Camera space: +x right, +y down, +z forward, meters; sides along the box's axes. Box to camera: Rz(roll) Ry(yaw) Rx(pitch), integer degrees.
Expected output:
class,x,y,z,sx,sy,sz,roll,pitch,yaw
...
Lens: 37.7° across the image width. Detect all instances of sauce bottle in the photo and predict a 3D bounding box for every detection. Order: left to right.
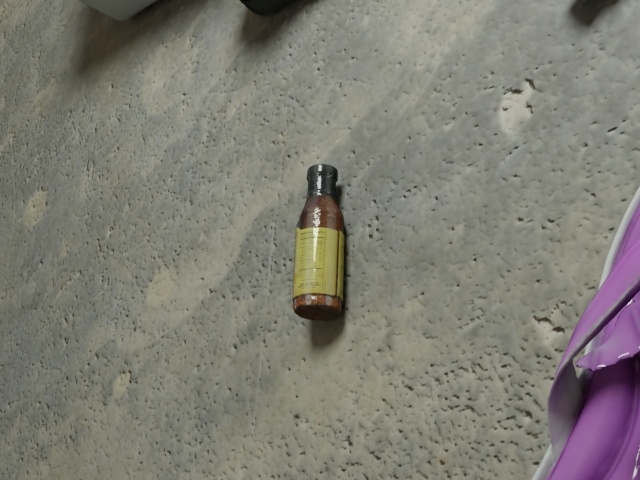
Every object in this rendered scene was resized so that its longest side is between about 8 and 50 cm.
class,x,y,z,sx,sy,sz,roll,pitch,yaw
sauce bottle,0.000,0.000,0.764,0.042,0.042,0.128,-19,57,40

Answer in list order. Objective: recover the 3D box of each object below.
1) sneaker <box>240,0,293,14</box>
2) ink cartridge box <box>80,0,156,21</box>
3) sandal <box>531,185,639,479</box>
class,x,y,z,sx,sy,sz,roll,pitch,yaw
sneaker,-0.027,-0.295,0.861,0.227,0.130,0.087,-16,63,39
ink cartridge box,-0.151,-0.454,1.035,0.384,0.160,0.279,-17,60,40
sandal,0.179,0.092,0.488,0.169,0.102,0.416,20,87,48
